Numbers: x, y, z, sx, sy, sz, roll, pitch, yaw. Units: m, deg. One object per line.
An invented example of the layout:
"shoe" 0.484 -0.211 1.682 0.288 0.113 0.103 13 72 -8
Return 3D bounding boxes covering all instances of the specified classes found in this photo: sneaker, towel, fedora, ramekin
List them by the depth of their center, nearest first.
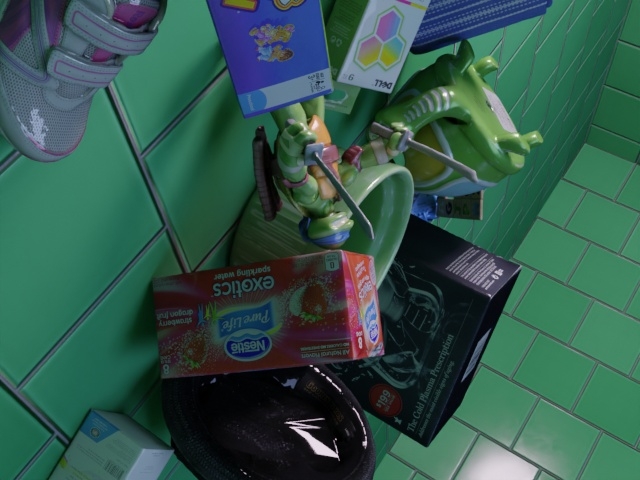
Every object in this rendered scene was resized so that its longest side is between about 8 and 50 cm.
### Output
"sneaker" -0.182 -0.169 0.590 0.103 0.111 0.252 -26 139 -57
"fedora" -0.091 0.288 1.119 0.334 0.334 0.152 -29 158 -55
"towel" 0.210 -0.380 1.143 0.336 0.243 0.040 26 50 -69
"ramekin" 0.000 0.000 1.165 0.303 0.148 0.303 -49 156 -31
"sneaker" 0.203 -0.065 1.650 0.209 0.082 0.069 -37 150 -45

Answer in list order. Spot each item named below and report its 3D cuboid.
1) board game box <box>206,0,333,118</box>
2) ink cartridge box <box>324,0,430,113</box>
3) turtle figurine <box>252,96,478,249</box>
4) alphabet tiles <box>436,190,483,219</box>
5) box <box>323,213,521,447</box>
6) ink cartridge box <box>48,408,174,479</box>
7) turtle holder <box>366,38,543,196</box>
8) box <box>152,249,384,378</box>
"board game box" -0.077 -0.285 0.533 0.078 0.233 0.347 -18 150 -3
"ink cartridge box" 0.060 -0.260 1.043 0.109 0.062 0.209 2 120 -44
"turtle figurine" 0.024 -0.134 0.863 0.198 0.266 0.274 -24 -177 -24
"alphabet tiles" 0.276 -0.162 1.554 0.198 0.009 0.237 -167 -104 -74
"box" 0.150 0.146 1.462 0.179 0.312 0.343 -29 141 -54
"ink cartridge box" -0.273 0.301 0.985 0.143 0.092 0.090 -59 159 -5
"turtle holder" 0.216 -0.173 1.321 0.227 0.243 0.320 -31 -166 27
"box" -0.063 0.092 0.954 0.122 0.257 0.128 10 73 -68
